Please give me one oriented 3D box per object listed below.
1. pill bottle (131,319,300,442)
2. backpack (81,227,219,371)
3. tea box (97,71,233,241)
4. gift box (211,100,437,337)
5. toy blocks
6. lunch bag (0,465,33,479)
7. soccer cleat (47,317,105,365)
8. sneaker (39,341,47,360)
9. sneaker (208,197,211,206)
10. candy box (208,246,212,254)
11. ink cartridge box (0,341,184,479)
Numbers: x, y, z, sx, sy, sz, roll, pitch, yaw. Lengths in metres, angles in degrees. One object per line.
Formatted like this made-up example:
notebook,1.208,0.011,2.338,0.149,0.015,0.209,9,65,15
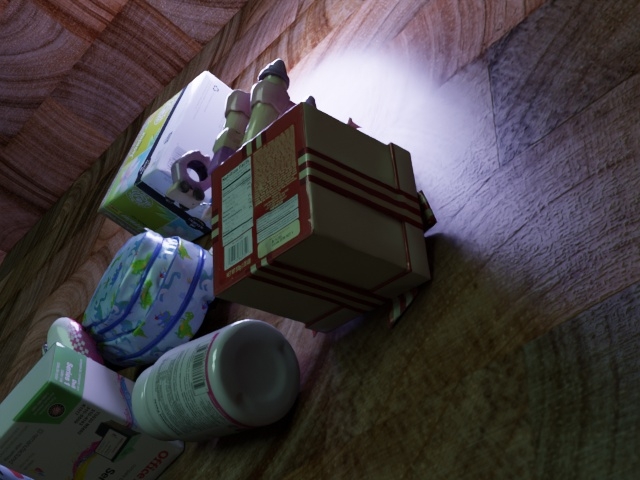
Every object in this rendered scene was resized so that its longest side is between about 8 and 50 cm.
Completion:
pill bottle,-0.176,0.233,1.345,0.283,0.160,0.160,-25,37,46
backpack,-0.341,0.116,1.727,0.355,0.273,0.290,1,56,49
tea box,-0.339,-0.185,2.117,0.323,0.220,0.329,-26,36,47
gift box,0.000,0.000,1.240,0.255,0.258,0.276,-27,55,41
toy blocks,-0.068,-0.170,1.537,0.309,0.288,0.260,-27,42,49
lunch bag,-0.692,0.546,1.558,0.385,0.239,0.328,-58,26,-4
soccer cleat,-0.488,0.305,1.654,0.116,0.143,0.331,-37,70,36
sneaker,-0.575,0.332,1.836,0.124,0.107,0.283,-66,19,7
sneaker,-0.173,-0.089,1.805,0.091,0.126,0.240,-47,25,14
candy box,-0.199,0.042,1.799,0.105,0.027,0.206,-53,24,-1
ink cartridge box,-0.406,0.335,1.484,0.201,0.278,0.117,-46,28,16
